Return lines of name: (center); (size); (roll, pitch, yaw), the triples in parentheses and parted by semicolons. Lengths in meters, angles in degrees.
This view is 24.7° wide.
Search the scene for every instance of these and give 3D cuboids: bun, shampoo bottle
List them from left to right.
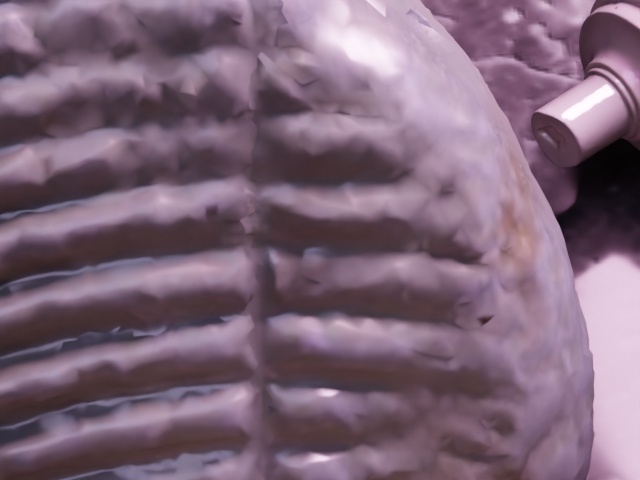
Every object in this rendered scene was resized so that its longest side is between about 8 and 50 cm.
bun: (-0.096, 0.048, 0.437); (0.354, 0.354, 0.194); (-15, 12, -3)
shampoo bottle: (0.224, -0.119, 0.664); (0.303, 0.092, 0.092); (-33, 56, -14)
